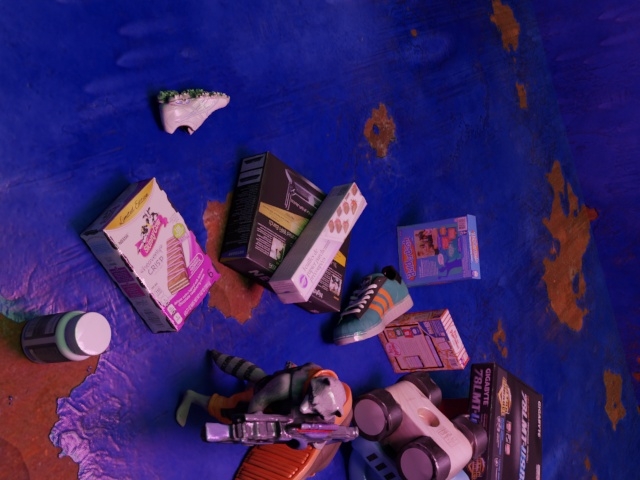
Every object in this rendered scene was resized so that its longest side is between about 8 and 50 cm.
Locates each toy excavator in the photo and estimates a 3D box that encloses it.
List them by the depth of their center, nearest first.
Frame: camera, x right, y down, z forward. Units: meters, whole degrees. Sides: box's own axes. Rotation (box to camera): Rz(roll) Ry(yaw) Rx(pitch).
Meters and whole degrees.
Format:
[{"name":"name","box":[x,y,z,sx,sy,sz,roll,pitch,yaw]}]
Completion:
[{"name":"toy excavator","box":[0.190,0.584,1.934,0.433,0.445,0.222,45,32,23]}]

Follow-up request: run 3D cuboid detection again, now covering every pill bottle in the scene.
[{"name":"pill bottle","box":[-0.393,0.149,1.336,0.078,0.137,0.078,15,71,-49]}]

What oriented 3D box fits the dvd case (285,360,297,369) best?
[{"name":"dvd case","box":[-0.056,0.327,1.824,0.087,0.013,0.119,41,53,-39]}]

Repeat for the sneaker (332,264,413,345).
[{"name":"sneaker","box":[0.107,0.148,2.006,0.302,0.108,0.121,-29,98,-55]}]

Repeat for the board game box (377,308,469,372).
[{"name":"board game box","box":[0.239,0.244,2.070,0.045,0.193,0.147,-46,118,-47]}]

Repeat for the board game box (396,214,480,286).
[{"name":"board game box","box":[0.295,0.030,2.176,0.047,0.210,0.160,9,76,-52]}]

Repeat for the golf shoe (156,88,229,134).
[{"name":"golf shoe","box":[-0.249,-0.252,1.687,0.176,0.069,0.086,-16,115,-49]}]

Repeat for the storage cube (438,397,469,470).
[{"name":"storage cube","box":[0.330,0.516,2.130,0.215,0.183,0.193,50,46,-33]}]

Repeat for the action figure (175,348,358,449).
[{"name":"action figure","box":[-0.104,0.274,1.514,0.341,0.330,0.179,16,72,-50]}]

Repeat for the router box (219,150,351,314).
[{"name":"router box","box":[-0.061,-0.009,1.838,0.309,0.081,0.243,34,56,-43]}]

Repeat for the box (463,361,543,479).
[{"name":"box","box":[0.450,0.477,2.091,0.293,0.073,0.296,34,56,-43]}]

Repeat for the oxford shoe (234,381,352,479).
[{"name":"oxford shoe","box":[-0.042,0.444,1.729,0.363,0.130,0.133,-41,133,-38]}]

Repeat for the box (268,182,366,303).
[{"name":"box","box":[0.000,0.000,1.794,0.063,0.067,0.324,58,42,-25]}]

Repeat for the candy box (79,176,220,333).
[{"name":"candy box","box":[-0.297,0.028,1.540,0.233,0.071,0.159,58,44,-25]}]
